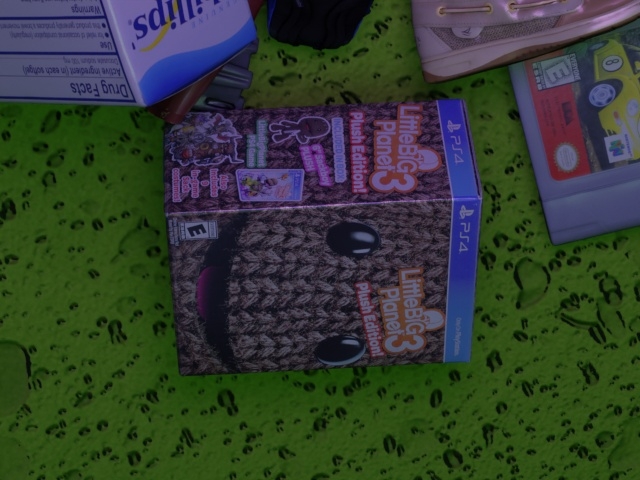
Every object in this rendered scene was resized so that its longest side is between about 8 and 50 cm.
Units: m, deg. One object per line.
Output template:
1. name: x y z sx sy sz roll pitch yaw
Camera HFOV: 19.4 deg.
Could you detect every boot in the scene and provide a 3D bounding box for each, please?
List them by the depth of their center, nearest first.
1. boot: 0.192 -0.273 1.722 0.262 0.095 0.203 -16 93 18

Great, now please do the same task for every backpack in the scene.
1. backpack: 0.002 -0.241 1.762 0.098 0.101 0.120 10 147 -6

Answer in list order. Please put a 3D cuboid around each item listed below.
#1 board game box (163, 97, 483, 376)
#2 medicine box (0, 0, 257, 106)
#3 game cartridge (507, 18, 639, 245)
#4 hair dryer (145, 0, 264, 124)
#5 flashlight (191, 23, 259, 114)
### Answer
1. board game box: 0.000 0.000 1.809 0.291 0.141 0.232 -3 135 -2
2. medicine box: -0.226 -0.266 1.537 0.263 0.149 0.289 6 121 41
3. game cartridge: 0.289 -0.146 1.840 0.196 0.060 0.294 -16 114 4
4. hair dryer: -0.153 -0.250 1.705 0.224 0.080 0.293 -12 98 12
5. flashlight: -0.211 -0.207 1.769 0.304 0.103 0.103 12 128 -13
